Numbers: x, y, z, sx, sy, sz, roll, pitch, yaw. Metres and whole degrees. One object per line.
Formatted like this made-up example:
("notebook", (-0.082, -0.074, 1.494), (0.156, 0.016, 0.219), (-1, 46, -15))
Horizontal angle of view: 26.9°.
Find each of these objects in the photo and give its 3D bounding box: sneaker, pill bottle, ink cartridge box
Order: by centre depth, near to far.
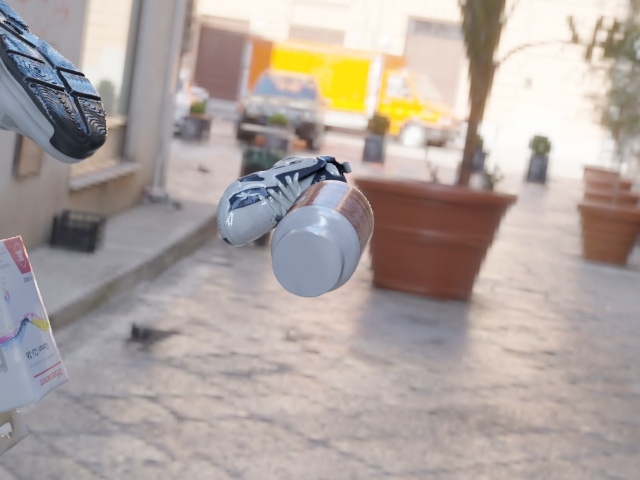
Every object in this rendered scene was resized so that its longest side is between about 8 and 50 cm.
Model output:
("ink cartridge box", (-0.306, 0.101, 1.304), (0.067, 0.198, 0.115), (-17, 3, 6))
("pill bottle", (0.000, 0.000, 1.803), (0.121, 0.121, 0.216), (9, 18, 7))
("sneaker", (-0.039, -0.068, 1.998), (0.153, 0.094, 0.235), (-9, 12, 39))
("sneaker", (-0.507, -0.195, 2.035), (0.447, 0.257, 0.169), (46, 18, 32))
